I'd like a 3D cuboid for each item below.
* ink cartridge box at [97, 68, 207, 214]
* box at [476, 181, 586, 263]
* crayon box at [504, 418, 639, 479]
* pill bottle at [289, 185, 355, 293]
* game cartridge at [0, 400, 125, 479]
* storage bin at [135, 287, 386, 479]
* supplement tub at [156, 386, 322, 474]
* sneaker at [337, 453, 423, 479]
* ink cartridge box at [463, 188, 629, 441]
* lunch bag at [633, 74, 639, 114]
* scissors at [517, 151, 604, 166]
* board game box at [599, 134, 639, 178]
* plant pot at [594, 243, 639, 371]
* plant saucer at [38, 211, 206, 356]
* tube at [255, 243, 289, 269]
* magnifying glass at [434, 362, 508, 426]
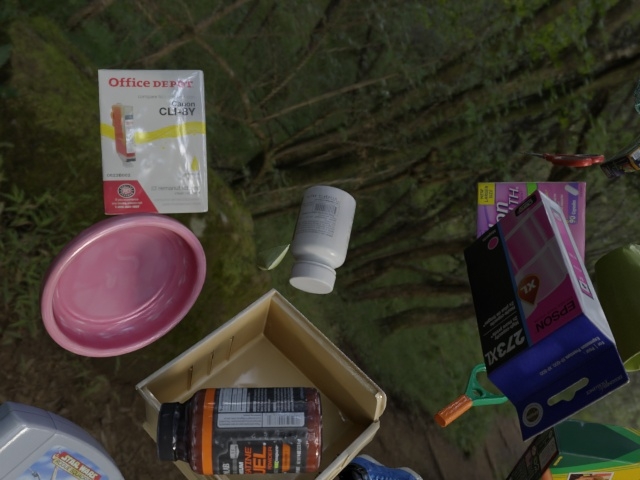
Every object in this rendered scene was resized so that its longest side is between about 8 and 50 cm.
[{"bbox_3d":[-0.455,-0.270,1.813,0.160,0.279,0.384,-149,-122,-78],"label":"ink cartridge box"},{"bbox_3d":[0.497,-0.029,1.570,0.117,0.243,0.213,2,90,-72],"label":"box"},{"bbox_3d":[0.630,0.578,1.559,0.106,0.313,0.363,-84,-175,-49],"label":"crayon box"},{"bbox_3d":[0.000,0.000,1.540,0.131,0.131,0.229,53,44,-58],"label":"pill bottle"},{"bbox_3d":[-0.404,0.353,0.937,0.062,0.198,0.297,42,-15,40],"label":"game cartridge"},{"bbox_3d":[-0.082,0.253,0.967,0.260,0.262,0.123,41,-38,20],"label":"storage bin"},{"bbox_3d":[-0.099,0.236,0.820,0.106,0.198,0.106,180,-90,-86],"label":"supplement tub"},{"bbox_3d":[0.097,0.413,1.124,0.084,0.152,0.058,-6,102,-47],"label":"sneaker"},{"bbox_3d":[0.317,0.096,0.991,0.069,0.176,0.371,30,35,-23],"label":"ink cartridge box"},{"bbox_3d":[0.741,-0.326,1.238,0.160,0.262,0.223,56,49,-54],"label":"lunch bag"},{"bbox_3d":[0.559,-0.206,1.627,0.297,0.109,0.021,21,-58,60],"label":"scissors"},{"bbox_3d":[0.806,-0.230,1.649,0.048,0.170,0.141,53,-6,2],"label":"board game box"},{"bbox_3d":[0.884,0.166,1.809,0.275,0.275,0.293,52,17,-59],"label":"plant pot"},{"bbox_3d":[-0.394,0.079,1.315,0.084,0.332,0.332,43,-11,40],"label":"plant saucer"},{"bbox_3d":[-0.141,0.054,1.901,0.240,0.062,0.070,160,-70,-75],"label":"tube"},{"bbox_3d":[0.310,0.315,1.339,0.231,0.026,0.092,-19,50,-42],"label":"magnifying glass"}]
